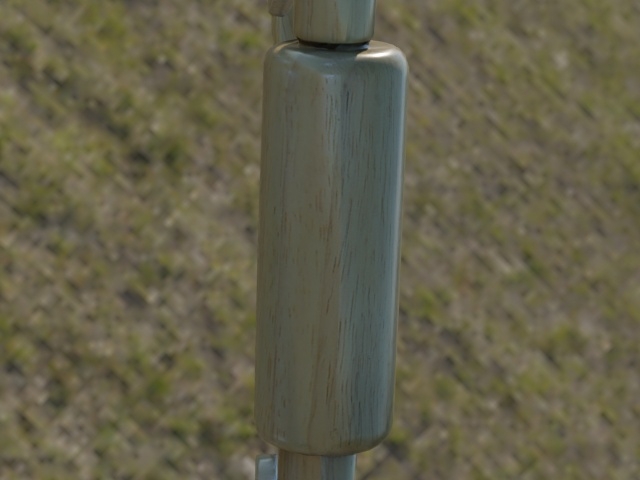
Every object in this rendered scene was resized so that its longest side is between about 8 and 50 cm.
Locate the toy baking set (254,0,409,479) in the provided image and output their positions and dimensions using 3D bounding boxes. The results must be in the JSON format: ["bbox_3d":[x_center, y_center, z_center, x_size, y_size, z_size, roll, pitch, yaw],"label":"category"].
[{"bbox_3d":[0.000,0.000,0.495,0.030,0.256,0.197,2,10,-1],"label":"toy baking set"}]
